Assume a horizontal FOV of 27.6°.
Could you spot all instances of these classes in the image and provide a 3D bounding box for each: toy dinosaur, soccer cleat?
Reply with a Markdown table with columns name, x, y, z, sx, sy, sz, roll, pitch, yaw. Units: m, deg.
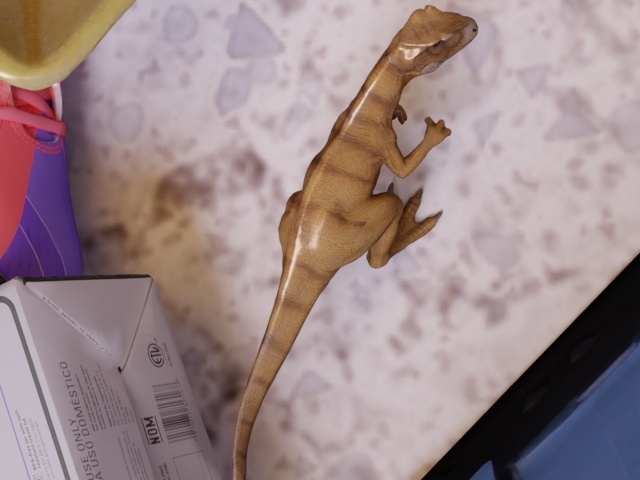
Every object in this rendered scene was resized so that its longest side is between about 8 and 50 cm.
| name | x | y | z | sx | sy | sz | roll | pitch | yaw |
| --- | --- | --- | --- | --- | --- | --- | --- | --- | --- |
| toy dinosaur | 0.000 | 0.000 | 0.541 | 0.064 | 0.112 | 0.211 | 23 | 92 | 16 |
| soccer cleat | -0.170 | -0.113 | 0.610 | 0.116 | 0.108 | 0.318 | -28 | 77 | 3 |

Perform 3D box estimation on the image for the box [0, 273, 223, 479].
| name | x | y | z | sx | sy | sz | roll | pitch | yaw |
| --- | --- | --- | --- | --- | --- | --- | --- | --- | --- |
| box | -0.178 | 0.144 | 0.558 | 0.290 | 0.087 | 0.169 | -25 | 78 | 27 |

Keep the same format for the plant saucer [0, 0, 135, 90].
| name | x | y | z | sx | sy | sz | roll | pitch | yaw |
| --- | --- | --- | --- | --- | --- | --- | --- | --- | --- |
| plant saucer | -0.141 | -0.277 | 0.559 | 0.333 | 0.081 | 0.332 | 40 | 79 | -4 |

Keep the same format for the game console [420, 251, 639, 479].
| name | x | y | z | sx | sy | sz | roll | pitch | yaw |
| --- | --- | --- | --- | --- | --- | --- | --- | --- | --- |
| game console | 0.065 | 0.103 | 0.376 | 0.060 | 0.386 | 0.342 | 38 | 96 | 0 |
